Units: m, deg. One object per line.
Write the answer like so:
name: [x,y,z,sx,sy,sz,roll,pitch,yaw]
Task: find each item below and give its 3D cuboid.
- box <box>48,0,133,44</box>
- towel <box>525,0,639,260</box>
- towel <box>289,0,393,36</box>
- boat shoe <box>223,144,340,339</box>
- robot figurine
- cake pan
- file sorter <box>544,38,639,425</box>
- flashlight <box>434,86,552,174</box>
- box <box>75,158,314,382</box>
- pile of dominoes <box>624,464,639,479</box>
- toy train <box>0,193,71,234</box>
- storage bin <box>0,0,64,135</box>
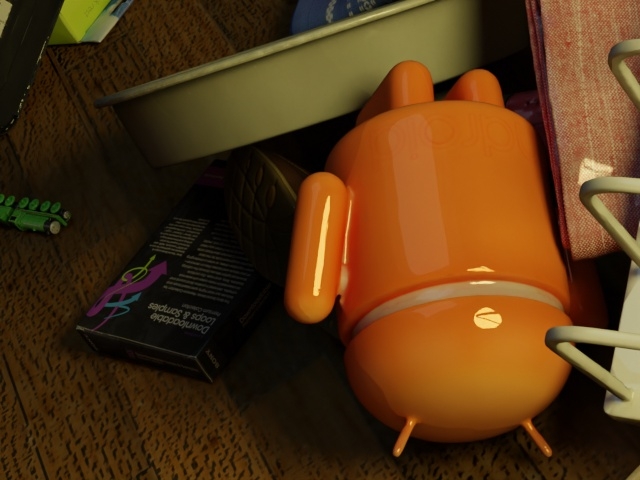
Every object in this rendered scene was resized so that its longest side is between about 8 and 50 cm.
box: [-0.233,-0.213,1.625,0.178,0.042,0.109,2,48,40]
towel: [0.272,-0.129,0.991,0.329,0.037,0.237,-10,73,11]
towel: [0.116,-0.282,1.362,0.336,0.040,0.243,-27,31,41]
boat shoe: [0.000,0.000,1.165,0.060,0.064,0.178,-4,35,-37]
robot figurine: [0.066,0.013,1.022,0.128,0.158,0.219,-20,61,25]
cake pan: [0.003,-0.109,1.204,0.293,0.054,0.293,-18,6,2]
file sorter: [0.227,-0.055,0.856,0.193,0.173,0.278,7,77,25]
flashlight: [0.180,-0.081,1.103,0.304,0.103,0.103,-15,35,21]
box: [-0.070,0.016,1.237,0.116,0.029,0.162,11,52,42]
pile of dominoes: [0.154,0.213,0.845,0.251,0.040,0.196,-46,37,-6]
toy train: [-0.215,-0.018,1.398,0.083,0.017,0.024,9,62,43]
storage bin: [-0.284,-0.186,1.516,0.084,0.122,0.180,10,77,42]
